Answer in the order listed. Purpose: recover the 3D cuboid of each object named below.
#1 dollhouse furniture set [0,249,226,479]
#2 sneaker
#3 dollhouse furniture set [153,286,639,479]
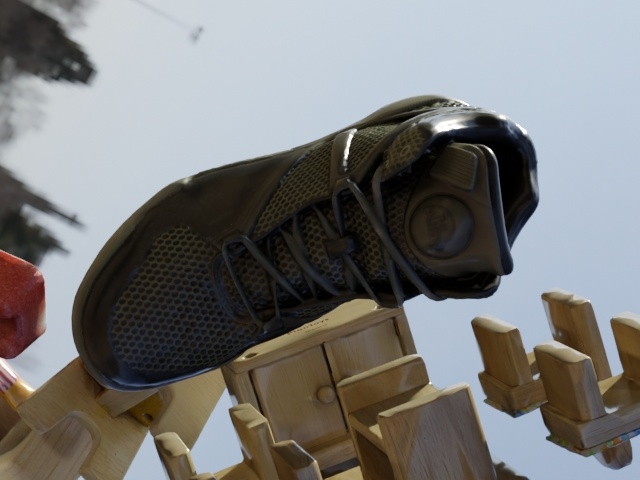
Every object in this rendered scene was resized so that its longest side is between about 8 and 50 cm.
[{"bbox_3d":[-0.211,0.065,1.063,0.374,0.201,0.152,-31,-164,47],"label":"dollhouse furniture set"},{"bbox_3d":[0.000,0.000,0.731,0.227,0.087,0.130,-24,-169,-16],"label":"sneaker"},{"bbox_3d":[0.044,0.132,0.798,0.212,0.161,0.242,-20,-168,-13],"label":"dollhouse furniture set"}]
